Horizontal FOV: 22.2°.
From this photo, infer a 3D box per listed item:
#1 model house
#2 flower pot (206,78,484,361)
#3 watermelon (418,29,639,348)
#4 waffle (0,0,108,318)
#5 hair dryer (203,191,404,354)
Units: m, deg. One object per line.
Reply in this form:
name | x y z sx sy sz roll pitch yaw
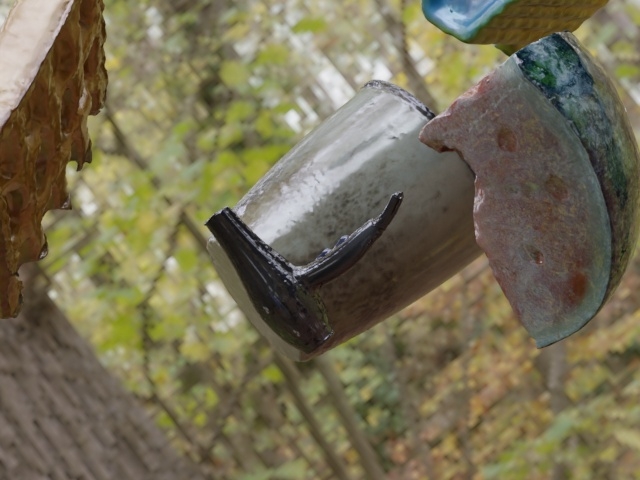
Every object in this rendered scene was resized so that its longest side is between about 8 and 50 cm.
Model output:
model house | 0.263 -0.373 2.067 0.237 0.215 0.303 -8 -57 -51
flower pot | 0.036 -0.009 2.236 0.330 0.293 0.293 -39 -9 -13
watermelon | 0.211 -0.061 1.562 0.148 0.226 0.318 -40 -47 -42
waffle | -0.307 -0.130 1.753 0.304 0.077 0.348 99 -173 -54
hair dryer | 0.000 0.000 1.856 0.219 0.195 0.075 -37 2 10
